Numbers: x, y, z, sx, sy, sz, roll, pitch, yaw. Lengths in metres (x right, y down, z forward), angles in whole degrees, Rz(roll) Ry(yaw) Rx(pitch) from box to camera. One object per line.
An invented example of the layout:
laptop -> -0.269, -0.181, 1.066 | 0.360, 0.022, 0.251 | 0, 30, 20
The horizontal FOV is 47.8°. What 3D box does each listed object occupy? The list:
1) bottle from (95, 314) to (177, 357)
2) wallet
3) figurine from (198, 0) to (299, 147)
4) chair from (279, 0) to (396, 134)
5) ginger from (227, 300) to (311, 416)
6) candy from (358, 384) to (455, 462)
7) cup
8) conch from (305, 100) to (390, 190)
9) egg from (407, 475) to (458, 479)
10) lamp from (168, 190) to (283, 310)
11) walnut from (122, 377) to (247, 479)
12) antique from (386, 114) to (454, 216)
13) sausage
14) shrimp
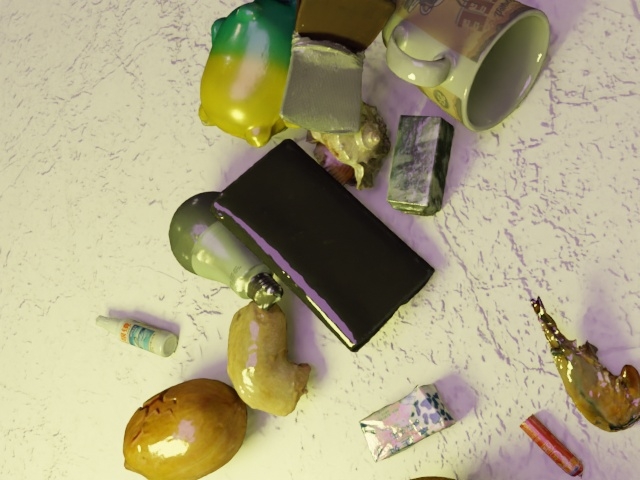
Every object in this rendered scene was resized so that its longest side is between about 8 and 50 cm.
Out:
bottle -> -0.429, 0.212, 1.660 | 0.217, 0.060, 0.060 | 15, 91, 28
wallet -> 0.000, 0.000, 1.399 | 0.228, 0.062, 0.406 | -42, 77, -16
figurine -> -0.118, -0.365, 1.476 | 0.324, 0.231, 0.340 | 23, 88, 29
chair -> 0.029, -0.371, 1.270 | 0.160, 0.186, 0.319 | 12, 65, -16
ginger -> -0.119, 0.228, 1.465 | 0.152, 0.138, 0.267 | -16, 80, -22
candy -> 0.158, 0.339, 1.349 | 0.160, 0.073, 0.092 | -34, 69, 19
cup -> 0.214, -0.339, 1.286 | 0.257, 0.301, 0.227 | 37, 132, 32
conch -> 0.047, -0.190, 1.422 | 0.245, 0.163, 0.178 | 15, 105, 53
egg -> 0.224, 0.555, 1.177 | 0.282, 0.282, 0.351 | -48, 67, 14
lamp -> -0.198, 0.039, 1.484 | 0.182, 0.182, 0.314 | -39, 61, 17
walnut -> -0.289, 0.398, 1.487 | 0.298, 0.203, 0.203 | -29, 73, 8
antique -> 0.190, -0.139, 1.377 | 0.086, 0.088, 0.183 | 9, 88, 28
sausage -> 0.403, 0.359, 1.249 | 0.034, 0.034, 0.129 | -49, 66, 13
shrimp -> 0.454, 0.198, 1.227 | 0.117, 0.066, 0.262 | -27, 88, 6
